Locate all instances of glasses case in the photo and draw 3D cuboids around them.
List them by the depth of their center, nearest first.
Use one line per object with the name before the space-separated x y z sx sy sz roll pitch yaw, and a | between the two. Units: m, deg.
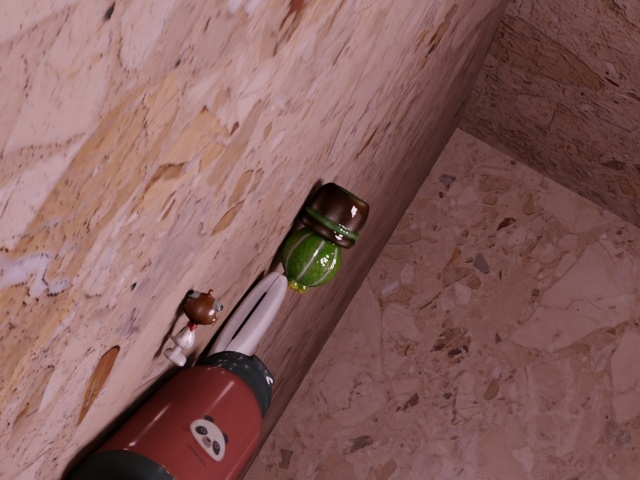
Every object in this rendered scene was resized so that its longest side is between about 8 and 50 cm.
glasses case | -0.103 0.121 1.372 0.193 0.049 0.074 -56 172 -36

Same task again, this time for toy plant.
toy plant | 0.000 0.000 1.436 0.162 0.093 0.093 -57 173 7

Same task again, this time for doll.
doll | -0.139 0.091 1.062 0.085 0.040 0.058 -59 -177 -13

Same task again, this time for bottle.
bottle | -0.148 0.232 1.124 0.144 0.144 0.336 -63 172 24
